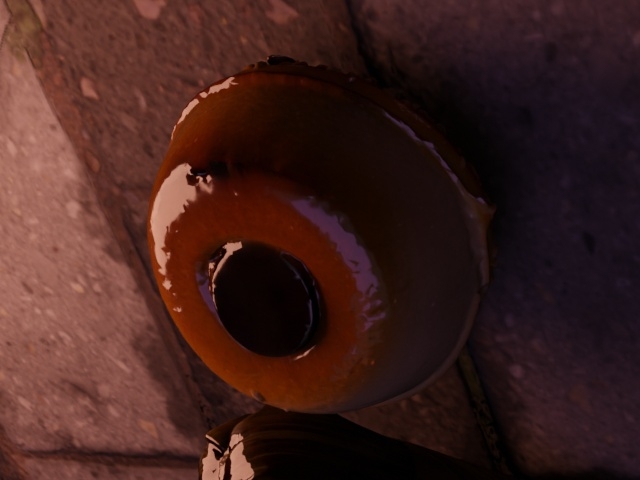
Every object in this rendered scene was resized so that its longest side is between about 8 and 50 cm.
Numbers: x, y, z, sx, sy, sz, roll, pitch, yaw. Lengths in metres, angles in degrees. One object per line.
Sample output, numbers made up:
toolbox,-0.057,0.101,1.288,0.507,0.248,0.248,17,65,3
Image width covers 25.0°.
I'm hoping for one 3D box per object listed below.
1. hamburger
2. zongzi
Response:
hamburger,-0.004,-0.002,0.872,0.237,0.147,0.236,15,123,25
zongzi,0.096,0.189,0.928,0.288,0.134,0.286,-13,142,32
